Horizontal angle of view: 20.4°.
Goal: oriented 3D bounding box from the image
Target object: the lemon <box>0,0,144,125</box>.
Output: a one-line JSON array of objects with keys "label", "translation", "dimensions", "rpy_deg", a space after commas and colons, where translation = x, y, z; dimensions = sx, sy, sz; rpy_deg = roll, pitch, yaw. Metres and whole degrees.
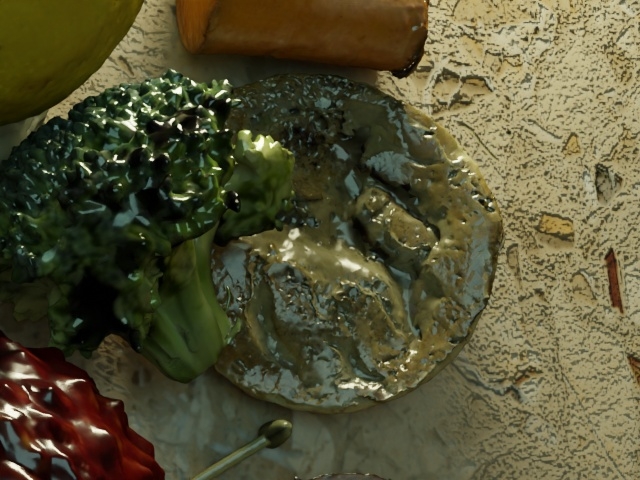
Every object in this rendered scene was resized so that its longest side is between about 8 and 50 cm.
[{"label": "lemon", "translation": [-0.344, -0.271, 1.655], "dimensions": [0.387, 0.350, 0.350], "rpy_deg": [-36, 89, 0]}]

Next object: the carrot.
[{"label": "carrot", "translation": [-0.016, -0.276, 1.890], "dimensions": [0.254, 0.196, 0.196], "rpy_deg": [5, 75, -19]}]

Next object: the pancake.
[{"label": "pancake", "translation": [0.001, 0.000, 1.880], "dimensions": [0.387, 0.082, 0.387], "rpy_deg": [3, 73, -9]}]

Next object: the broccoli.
[{"label": "broccoli", "translation": [-0.194, 0.015, 1.693], "dimensions": [0.281, 0.348, 0.293], "rpy_deg": [50, 33, -16]}]

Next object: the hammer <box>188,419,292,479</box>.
[{"label": "hammer", "translation": [-0.112, 0.239, 1.804], "dimensions": [0.195, 0.060, 0.028], "rpy_deg": [-31, 88, -18]}]

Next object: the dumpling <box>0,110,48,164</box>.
[{"label": "dumpling", "translation": [-0.357, -0.107, 1.790], "dimensions": [0.127, 0.108, 0.188], "rpy_deg": [38, 77, 22]}]

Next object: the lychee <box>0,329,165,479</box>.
[{"label": "lychee", "translation": [-0.343, 0.267, 1.524], "dimensions": [0.500, 0.424, 0.424], "rpy_deg": [44, 68, -16]}]

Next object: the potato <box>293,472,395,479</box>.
[{"label": "potato", "translation": [0.070, 0.319, 1.816], "dimensions": [0.138, 0.098, 0.243], "rpy_deg": [-40, 84, -25]}]
